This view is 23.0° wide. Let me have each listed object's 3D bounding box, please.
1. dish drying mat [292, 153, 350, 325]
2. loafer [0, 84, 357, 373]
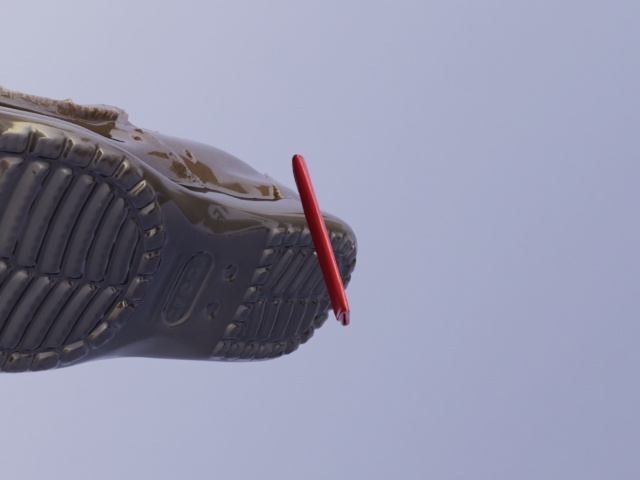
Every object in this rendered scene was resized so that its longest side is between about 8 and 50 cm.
[{"bbox_3d":[0.000,0.000,0.774,0.008,0.032,0.083,-15,-106,-4],"label":"dish drying mat"},{"bbox_3d":[-0.134,-0.009,0.847,0.130,0.366,0.134,39,-78,35],"label":"loafer"}]
